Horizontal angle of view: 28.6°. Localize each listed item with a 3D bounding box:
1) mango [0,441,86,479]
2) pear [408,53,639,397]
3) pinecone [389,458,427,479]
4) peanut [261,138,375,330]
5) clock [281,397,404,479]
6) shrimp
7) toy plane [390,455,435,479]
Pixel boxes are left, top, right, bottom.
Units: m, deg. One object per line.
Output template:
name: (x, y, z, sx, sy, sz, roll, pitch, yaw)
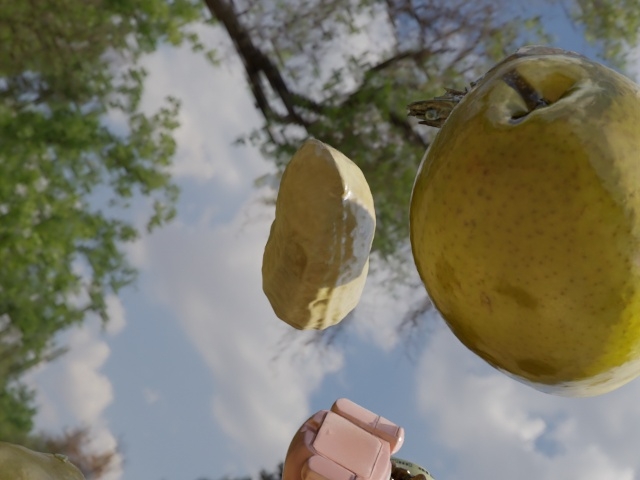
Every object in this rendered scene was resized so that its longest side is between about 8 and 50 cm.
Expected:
mango: (-0.446, 0.404, 1.690, 0.220, 0.445, 0.301, 13, -78, 12)
pear: (0.279, -0.009, 1.423, 0.362, 0.362, 0.418, 40, -22, 42)
pinecone: (0.089, 0.423, 1.943, 0.184, 0.179, 0.205, 11, -50, 36)
peanut: (0.001, 0.005, 1.799, 0.158, 0.174, 0.340, 16, -33, -1)
clock: (-0.005, 0.366, 1.729, 0.142, 0.227, 0.241, 26, -66, 4)
shrimp: (0.291, -0.230, 1.941, 0.062, 0.316, 0.164, 69, 23, -62)
toy plane: (0.124, 0.476, 2.590, 0.244, 0.092, 0.229, 27, -15, -1)
